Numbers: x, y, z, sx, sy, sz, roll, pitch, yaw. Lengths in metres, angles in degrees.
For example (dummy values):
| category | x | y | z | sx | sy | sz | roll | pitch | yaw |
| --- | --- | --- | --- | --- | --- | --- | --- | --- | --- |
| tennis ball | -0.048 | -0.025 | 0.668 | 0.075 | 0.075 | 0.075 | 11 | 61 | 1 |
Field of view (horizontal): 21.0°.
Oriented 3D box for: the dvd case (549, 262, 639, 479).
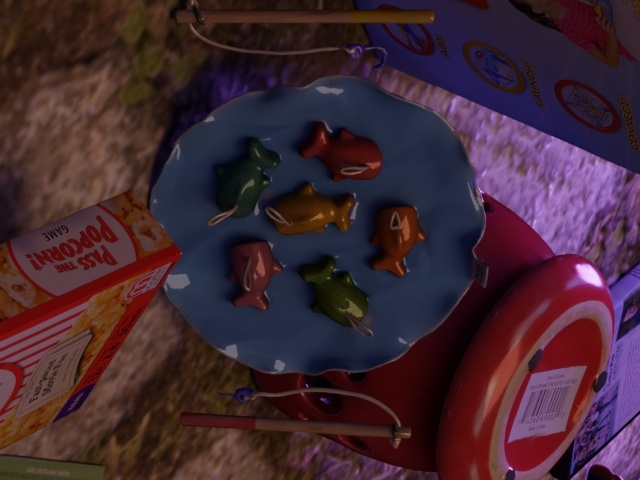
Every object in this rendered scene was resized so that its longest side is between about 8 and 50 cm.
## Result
| category | x | y | z | sx | sy | sz | roll | pitch | yaw |
| --- | --- | --- | --- | --- | --- | --- | --- | --- | --- |
| dvd case | 0.293 | 0.087 | 1.558 | 0.253 | 0.022 | 0.180 | -35 | 140 | -37 |

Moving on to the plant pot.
| category | x | y | z | sx | sy | sz | roll | pitch | yaw |
| --- | --- | --- | --- | --- | --- | --- | --- | --- | --- |
| plant pot | 0.079 | 0.058 | 1.090 | 0.191 | 0.174 | 0.191 | -34 | 137 | -39 |

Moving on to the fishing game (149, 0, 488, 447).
| category | x | y | z | sx | sy | sz | roll | pitch | yaw |
| --- | --- | --- | --- | --- | --- | --- | --- | --- | --- |
| fishing game | 0.000 | 0.000 | 0.940 | 0.041 | 0.189 | 0.264 | -94 | -171 | -65 |

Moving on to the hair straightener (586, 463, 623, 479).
| category | x | y | z | sx | sy | sz | roll | pitch | yaw |
| --- | --- | --- | --- | --- | --- | --- | --- | --- | --- |
| hair straightener | 0.228 | 0.321 | 1.632 | 0.089 | 0.047 | 0.230 | -26 | 138 | -43 |

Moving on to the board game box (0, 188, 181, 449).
| category | x | y | z | sx | sy | sz | roll | pitch | yaw |
| --- | --- | --- | --- | --- | --- | --- | --- | --- | --- |
| board game box | -0.171 | 0.063 | 0.798 | 0.193 | 0.045 | 0.147 | -26 | 161 | -42 |

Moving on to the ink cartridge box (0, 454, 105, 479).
| category | x | y | z | sx | sy | sz | roll | pitch | yaw |
| --- | --- | --- | --- | --- | --- | --- | --- | --- | --- |
| ink cartridge box | -0.141 | 0.227 | 0.938 | 0.109 | 0.062 | 0.209 | 18 | 77 | -57 |

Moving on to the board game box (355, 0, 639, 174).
| category | x | y | z | sx | sy | sz | roll | pitch | yaw |
| --- | --- | --- | --- | --- | --- | --- | --- | --- | --- |
| board game box | 0.132 | -0.162 | 0.872 | 0.086 | 0.302 | 0.308 | -52 | 147 | -17 |
